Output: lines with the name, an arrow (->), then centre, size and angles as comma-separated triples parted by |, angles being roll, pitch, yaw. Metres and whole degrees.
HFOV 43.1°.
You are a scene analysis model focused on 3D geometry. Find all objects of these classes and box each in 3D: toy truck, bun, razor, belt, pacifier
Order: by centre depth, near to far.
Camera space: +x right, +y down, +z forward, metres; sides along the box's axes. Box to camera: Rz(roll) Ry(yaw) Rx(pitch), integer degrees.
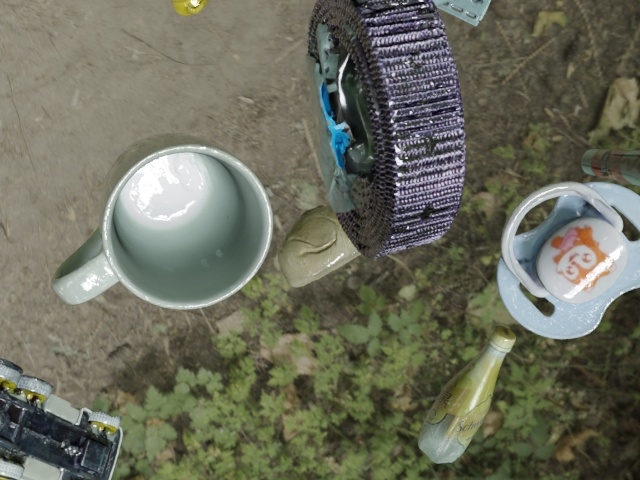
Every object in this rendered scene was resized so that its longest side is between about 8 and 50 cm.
toy truck -> -0.302, 0.184, 0.787 | 0.227, 0.114, 0.098 | 46, 48, -48
belt -> 0.071, -0.141, 0.959 | 0.122, 0.260, 0.325 | -15, 112, -17
razor -> 0.150, -0.330, 1.114 | 0.232, 0.106, 0.068 | -38, 154, -52
bun -> 0.000, 0.000, 1.403 | 0.173, 0.166, 0.113 | -30, 90, -13
pacifier -> 0.449, 0.027, 1.455 | 0.299, 0.233, 0.244 | -42, 77, 7

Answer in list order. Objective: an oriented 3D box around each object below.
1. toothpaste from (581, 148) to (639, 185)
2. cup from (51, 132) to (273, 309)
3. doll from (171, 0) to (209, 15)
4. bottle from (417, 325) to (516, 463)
toothpaste -> 0.369, -0.083, 0.935 | 0.036, 0.205, 0.056 | 6, 97, -14
cup -> -0.208, -0.022, 0.976 | 0.258, 0.234, 0.186 | -33, 113, -9
doll -> 0.080, -0.193, 0.339 | 0.365, 0.094, 0.160 | -4, 121, 25
bottle -> 0.240, 0.249, 1.310 | 0.083, 0.083, 0.269 | 7, 124, -24
